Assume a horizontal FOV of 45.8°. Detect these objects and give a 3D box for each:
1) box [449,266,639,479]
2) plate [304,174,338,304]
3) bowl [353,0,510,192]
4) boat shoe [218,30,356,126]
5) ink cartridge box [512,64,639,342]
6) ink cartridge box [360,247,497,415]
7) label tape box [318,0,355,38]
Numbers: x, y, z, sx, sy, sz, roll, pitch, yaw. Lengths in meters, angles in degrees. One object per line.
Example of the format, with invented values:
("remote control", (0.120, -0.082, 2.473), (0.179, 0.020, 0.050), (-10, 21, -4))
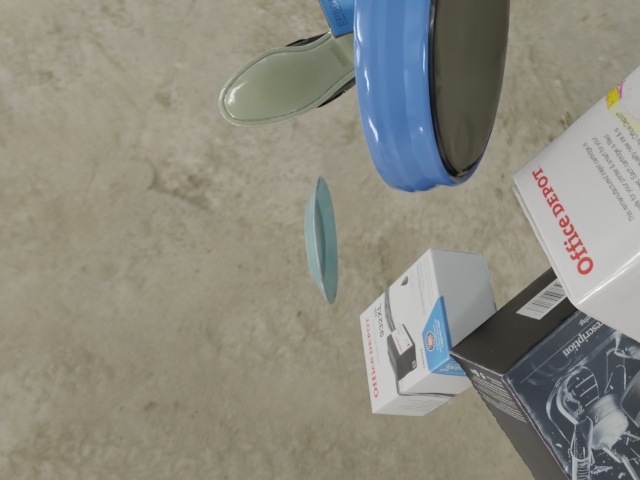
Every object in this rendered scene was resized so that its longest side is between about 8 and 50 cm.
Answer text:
("box", (0.447, 0.210, 1.212), (0.343, 0.179, 0.313), (-38, 103, -11))
("plate", (0.000, 0.000, 1.102), (0.024, 0.188, 0.188), (-6, 103, 10))
("bowl", (0.149, -0.248, 0.890), (0.077, 0.391, 0.391), (8, 106, 24))
("boat shoe", (-0.017, -0.286, 1.300), (0.340, 0.113, 0.127), (-36, 87, -7))
("ink cartridge box", (0.349, -0.066, 0.732), (0.117, 0.201, 0.278), (28, 122, -30))
("ink cartridge box", (0.205, 0.186, 1.468), (0.129, 0.223, 0.307), (7, 148, -22))
("label tape box", (0.110, -0.446, 1.150), (0.333, 0.106, 0.241), (-23, 89, -15))
